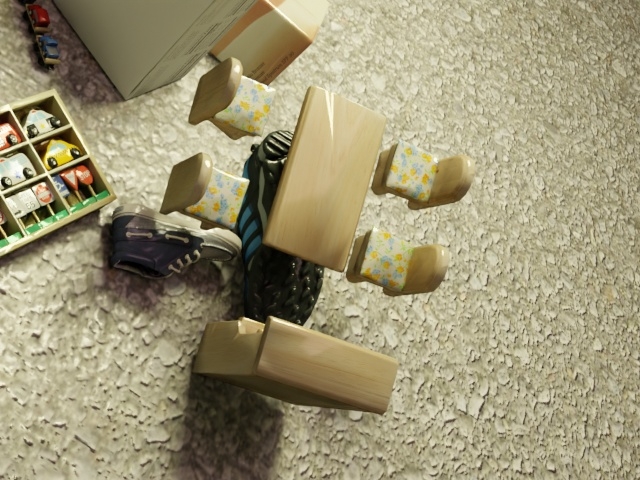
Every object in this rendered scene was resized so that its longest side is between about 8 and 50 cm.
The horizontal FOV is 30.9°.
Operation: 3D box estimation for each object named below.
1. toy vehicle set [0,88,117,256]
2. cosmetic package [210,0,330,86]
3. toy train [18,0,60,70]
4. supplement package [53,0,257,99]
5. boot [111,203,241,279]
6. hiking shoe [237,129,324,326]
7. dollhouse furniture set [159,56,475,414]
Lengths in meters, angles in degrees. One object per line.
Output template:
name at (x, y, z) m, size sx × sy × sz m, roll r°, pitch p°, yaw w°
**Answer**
toy vehicle set at (-0.380, -0.077, 1.416) m, size 0.166 × 0.035 × 0.267 m, roll 60°, pitch 34°, yaw -4°
cosmetic package at (-0.150, -0.397, 1.829) m, size 0.296 × 0.153 × 0.129 m, roll 38°, pitch 40°, yaw -16°
toy train at (-0.392, -0.307, 1.609) m, size 0.027 × 0.036 × 0.158 m, roll -1°, pitch 63°, yaw -45°
supplement package at (-0.225, -0.367, 1.641) m, size 0.204 × 0.262 × 0.145 m, roll 54°, pitch 38°, yaw 2°
boot at (-0.194, 0.018, 1.548) m, size 0.190 × 0.069 × 0.086 m, roll 15°, pitch 58°, yaw -27°
hiking shoe at (-0.064, 0.001, 1.645) m, size 0.113 × 0.132 × 0.304 m, roll 10°, pitch 77°, yaw -23°
dollhouse furniture set at (0.000, 0.000, 1.457) m, size 0.362 × 0.256 × 0.394 m, roll 21°, pitch 77°, yaw -22°
